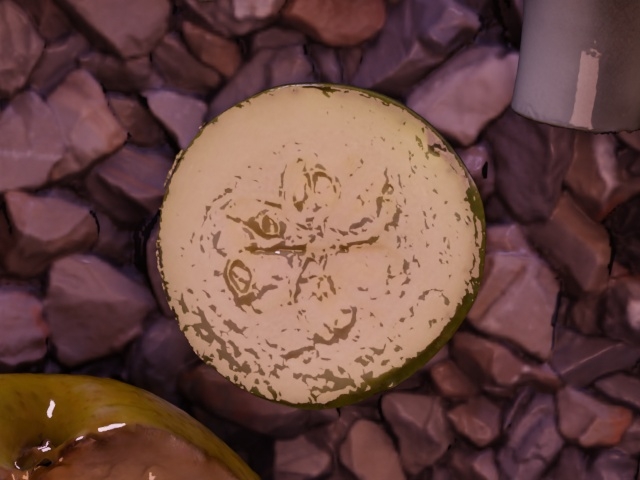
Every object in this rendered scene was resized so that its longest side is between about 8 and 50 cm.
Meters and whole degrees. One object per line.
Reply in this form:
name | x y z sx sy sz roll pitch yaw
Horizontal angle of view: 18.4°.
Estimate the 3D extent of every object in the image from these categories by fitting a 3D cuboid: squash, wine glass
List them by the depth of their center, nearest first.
wine glass | 0.176 -0.187 1.226 0.103 0.103 0.231 5 105 0
squash | 0.000 0.001 1.299 0.219 0.041 0.219 0 102 0

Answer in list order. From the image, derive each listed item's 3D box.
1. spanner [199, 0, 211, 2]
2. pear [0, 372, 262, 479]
spanner | 0.033 -0.271 1.241 0.325 0.040 0.095 -32 101 9
pear | -0.175 0.244 1.273 0.340 0.191 0.386 -6 118 -15
